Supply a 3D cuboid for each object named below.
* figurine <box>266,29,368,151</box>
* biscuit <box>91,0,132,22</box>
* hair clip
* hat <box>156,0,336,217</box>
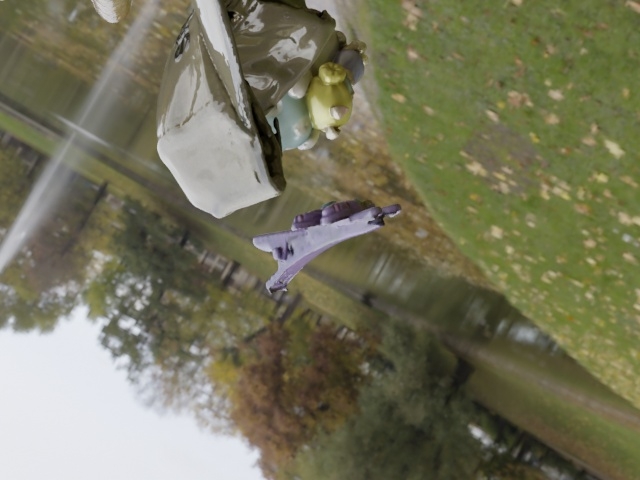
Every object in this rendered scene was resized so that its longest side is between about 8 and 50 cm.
[{"bbox_3d":[-0.039,-0.165,1.106,0.155,0.236,0.127,15,143,6],"label":"figurine"},{"bbox_3d":[-0.304,-0.390,1.061,0.237,0.062,0.290,54,172,-3],"label":"biscuit"},{"bbox_3d":[-0.007,-0.012,1.371,0.137,0.278,0.090,-5,-112,-48],"label":"hair clip"},{"bbox_3d":[-0.058,-0.115,0.463,0.084,0.147,0.175,-5,129,22],"label":"hat"}]
